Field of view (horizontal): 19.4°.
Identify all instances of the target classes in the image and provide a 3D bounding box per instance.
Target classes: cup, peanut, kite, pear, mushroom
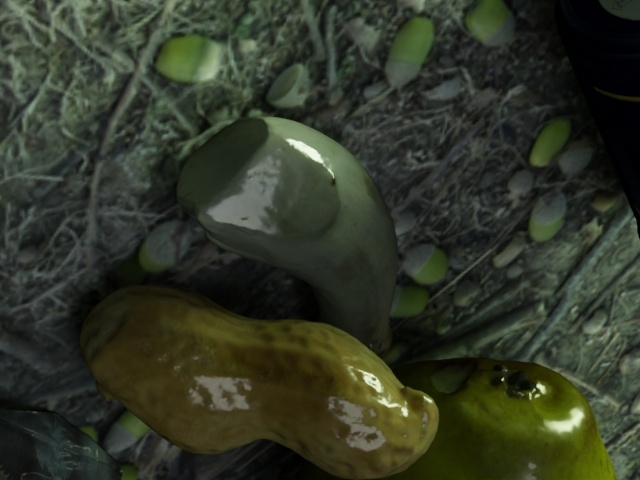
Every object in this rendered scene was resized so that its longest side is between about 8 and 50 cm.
[{"bbox_3d":[0.327,-0.128,1.415,0.255,0.178,0.256,-26,131,5],"label":"cup"},{"bbox_3d":[-0.044,0.102,1.336,0.263,0.101,0.117,12,128,-3],"label":"peanut"},{"bbox_3d":[-0.185,0.271,1.320,0.015,0.310,0.169,-13,159,26],"label":"kite"},{"bbox_3d":[0.104,0.228,1.479,0.269,0.269,0.321,5,126,-36],"label":"pear"},{"bbox_3d":[0.000,0.000,1.355,0.118,0.103,0.270,-43,138,0],"label":"mushroom"}]
